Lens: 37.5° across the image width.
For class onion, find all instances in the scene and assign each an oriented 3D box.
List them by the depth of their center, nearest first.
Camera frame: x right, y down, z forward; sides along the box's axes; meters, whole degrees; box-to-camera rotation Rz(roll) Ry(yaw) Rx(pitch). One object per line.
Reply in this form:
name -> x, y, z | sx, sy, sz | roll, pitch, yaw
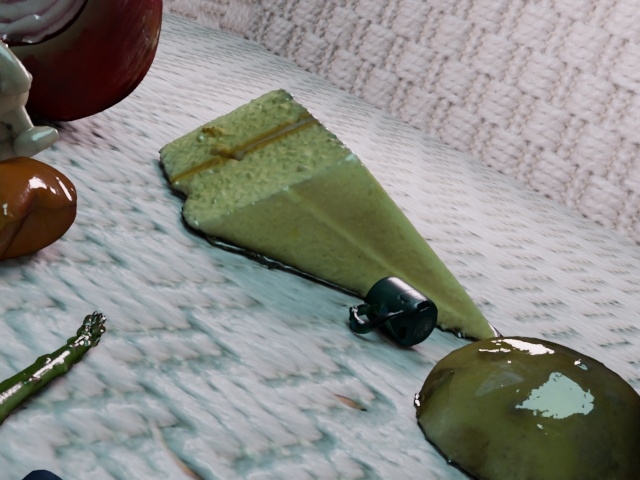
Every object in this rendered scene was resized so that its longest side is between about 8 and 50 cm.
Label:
onion -> -0.370, -0.330, 1.299 | 0.341, 0.341, 0.341 | 22, 15, -6

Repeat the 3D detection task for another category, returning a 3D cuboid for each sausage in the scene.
sausage -> -0.270, -0.028, 0.830 | 0.089, 0.089, 0.179 | 23, 9, -1

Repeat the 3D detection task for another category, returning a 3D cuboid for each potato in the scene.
potato -> 0.224, 0.155, 0.905 | 0.239, 0.115, 0.299 | 29, 13, 37

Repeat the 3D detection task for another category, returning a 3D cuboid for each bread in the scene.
bread -> 0.000, 0.000, 1.269 | 0.405, 0.242, 0.345 | 54, 2, -18

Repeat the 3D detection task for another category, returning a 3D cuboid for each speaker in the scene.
speaker -> 0.077, 0.077, 1.038 | 0.094, 0.060, 0.075 | 8, 20, -46

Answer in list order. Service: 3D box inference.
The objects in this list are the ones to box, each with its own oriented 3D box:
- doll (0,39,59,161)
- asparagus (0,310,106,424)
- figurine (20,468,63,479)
doll -> -0.378, -0.215, 1.009 | 0.154, 0.278, 0.119 | 4, 31, 37
asparagus -> -0.194, 0.090, 0.649 | 0.024, 0.025, 0.248 | -17, 8, 13
figurine -> -0.118, 0.158, 0.098 | 0.277, 0.248, 0.388 | 28, 17, 20
